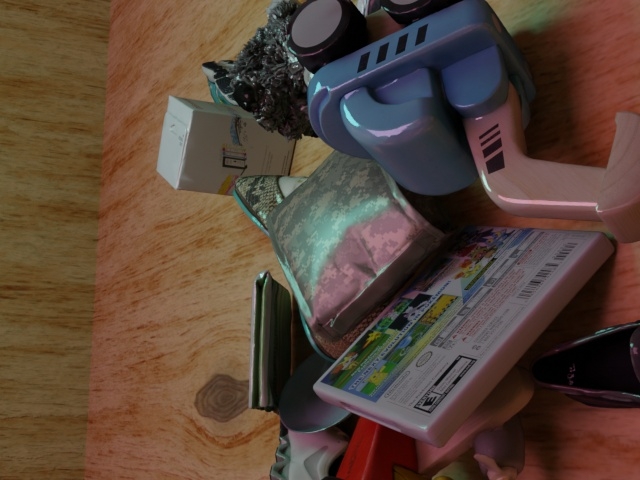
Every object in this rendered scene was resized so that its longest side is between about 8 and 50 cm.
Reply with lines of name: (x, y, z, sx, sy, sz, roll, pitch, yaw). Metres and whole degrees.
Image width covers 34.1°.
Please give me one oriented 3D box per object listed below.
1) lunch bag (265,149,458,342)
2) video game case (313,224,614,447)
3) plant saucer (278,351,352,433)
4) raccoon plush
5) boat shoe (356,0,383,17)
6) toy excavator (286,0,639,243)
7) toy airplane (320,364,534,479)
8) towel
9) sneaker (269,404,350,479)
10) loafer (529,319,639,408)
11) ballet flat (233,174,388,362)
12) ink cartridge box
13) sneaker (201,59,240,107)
lunch bag: (0.065, -0.002, 1.537, 0.235, 0.169, 0.287, -44, 31, 17)
video game case: (0.170, 0.104, 1.319, 0.329, 0.036, 0.300, -45, 20, -17)
plant saucer: (0.019, 0.253, 1.746, 0.195, 0.037, 0.195, -26, 32, 18)
raccoon plush: (-0.023, -0.398, 1.888, 0.299, 0.216, 0.446, -49, 41, 38)
boat shoe: (0.147, -0.416, 1.644, 0.301, 0.108, 0.102, -67, 28, 17)
toy excavator: (0.191, -0.146, 1.307, 0.433, 0.222, 0.445, -21, 55, 24)
toy airplane: (0.121, 0.319, 1.400, 0.384, 0.272, 0.386, -55, 6, -7)
towel: (-0.082, 0.188, 1.866, 0.325, 0.038, 0.247, 57, -147, -78)
sneaker: (0.002, 0.357, 1.775, 0.330, 0.146, 0.122, -84, -14, -57)
loafer: (0.345, 0.135, 1.115, 0.302, 0.095, 0.109, -26, 62, 60)
ballet flat: (0.000, 0.000, 1.827, 0.182, 0.164, 0.482, -47, 44, 18)
ink cartridge box: (-0.196, -0.188, 2.139, 0.171, 0.233, 0.168, 37, 117, 61)
sneaker: (-0.193, -0.333, 2.353, 0.275, 0.107, 0.109, -131, 33, -62)
